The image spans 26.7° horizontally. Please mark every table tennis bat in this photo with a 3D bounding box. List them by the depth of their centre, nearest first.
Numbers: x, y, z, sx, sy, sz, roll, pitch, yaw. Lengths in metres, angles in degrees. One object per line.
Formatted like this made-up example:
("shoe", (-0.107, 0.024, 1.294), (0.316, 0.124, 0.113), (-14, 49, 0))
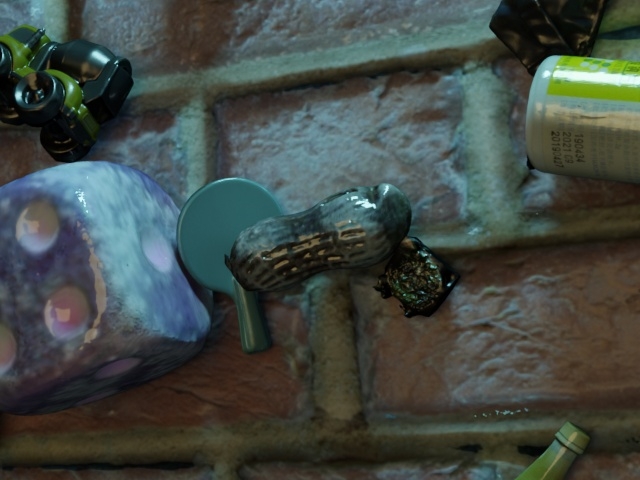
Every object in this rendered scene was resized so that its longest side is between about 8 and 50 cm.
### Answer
("table tennis bat", (-0.108, 0.034, 1.796), (0.149, 0.038, 0.237), (-14, 95, -16))

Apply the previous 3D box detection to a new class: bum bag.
("bum bag", (0.310, -0.347, 1.640), (0.137, 0.074, 0.310), (25, 102, 12))

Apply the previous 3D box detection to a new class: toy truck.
("toy truck", (-0.385, -0.231, 1.921), (0.224, 0.147, 0.165), (32, 76, 25))

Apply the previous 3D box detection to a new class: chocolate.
("chocolate", (0.000, 0.000, 1.728), (0.248, 0.110, 0.110), (-17, 80, 13))

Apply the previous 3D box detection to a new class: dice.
("dice", (-0.323, 0.067, 1.788), (0.271, 0.270, 0.270), (-26, 76, 21))

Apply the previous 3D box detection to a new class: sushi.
("sushi", (0.122, 0.052, 1.710), (0.083, 0.056, 0.085), (38, 100, 14))

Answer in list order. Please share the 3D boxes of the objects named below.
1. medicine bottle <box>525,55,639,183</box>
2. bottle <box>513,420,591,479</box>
("medicine bottle", (0.377, -0.134, 1.560), (0.258, 0.143, 0.143), (10, 90, 24))
("bottle", (0.233, 0.334, 1.626), (0.083, 0.083, 0.270), (35, 94, 22))
